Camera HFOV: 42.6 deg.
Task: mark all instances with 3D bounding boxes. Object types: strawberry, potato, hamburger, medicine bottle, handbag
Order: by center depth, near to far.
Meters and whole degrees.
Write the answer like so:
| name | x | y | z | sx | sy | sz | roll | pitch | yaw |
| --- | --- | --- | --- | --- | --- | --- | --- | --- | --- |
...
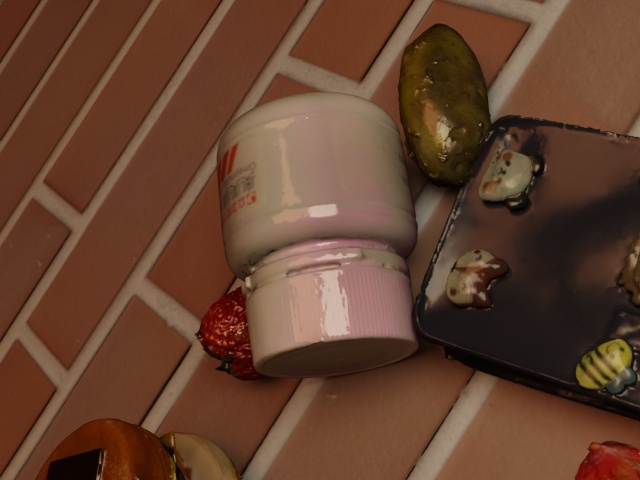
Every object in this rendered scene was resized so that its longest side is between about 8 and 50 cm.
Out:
| name | x | y | z | sx | sy | sz | roll | pitch | yaw |
| --- | --- | --- | --- | --- | --- | --- | --- | --- | --- |
| handbag | 0.296 | 0.023 | 0.933 | 0.329 | 0.122 | 0.303 | 15 | 77 | 39 |
| medicine bottle | 0.000 | 0.000 | 1.072 | 0.256 | 0.256 | 0.324 | -18 | 68 | 29 |
| hamburger | -0.239 | 0.379 | 1.078 | 0.291 | 0.225 | 0.290 | -24 | 51 | 34 |
| potato | 0.167 | -0.183 | 1.110 | 0.113 | 0.149 | 0.251 | -28 | 58 | 34 |
| strawberry | -0.095 | 0.126 | 1.170 | 0.148 | 0.131 | 0.131 | -36 | 51 | 15 |

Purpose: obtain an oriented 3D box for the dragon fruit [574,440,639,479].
| name | x | y | z | sx | sy | sz | roll | pitch | yaw |
| --- | --- | --- | --- | --- | --- | --- | --- | --- | --- |
| dragon fruit | 0.324 | 0.315 | 0.758 | 0.212 | 0.134 | 0.261 | 2 | 68 | 27 |
